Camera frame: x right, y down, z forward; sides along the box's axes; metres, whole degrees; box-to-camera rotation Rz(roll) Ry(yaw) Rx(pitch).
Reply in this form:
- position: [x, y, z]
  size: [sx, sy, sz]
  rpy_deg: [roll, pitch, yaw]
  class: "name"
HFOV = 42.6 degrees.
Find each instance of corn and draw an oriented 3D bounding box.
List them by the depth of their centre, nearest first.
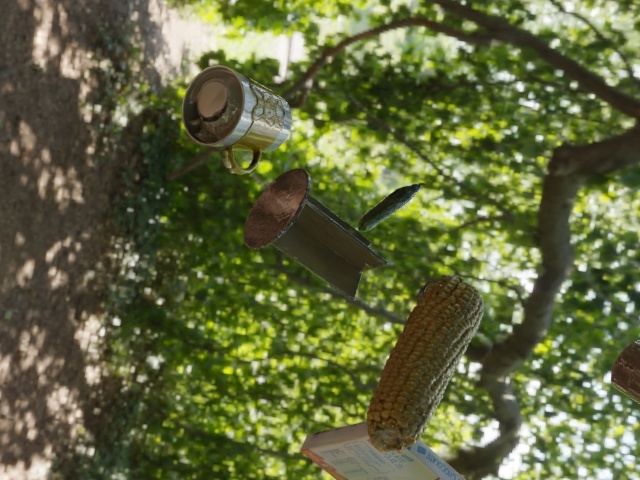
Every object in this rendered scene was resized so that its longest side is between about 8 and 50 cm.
- position: [0.145, 0.164, 1.151]
  size: [0.293, 0.106, 0.106]
  rpy_deg: [-55, 165, -37]
  class: "corn"

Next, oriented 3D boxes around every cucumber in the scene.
- position: [0.133, -0.067, 1.565]
  size: [0.155, 0.037, 0.037]
  rpy_deg: [-36, 178, -2]
  class: "cucumber"

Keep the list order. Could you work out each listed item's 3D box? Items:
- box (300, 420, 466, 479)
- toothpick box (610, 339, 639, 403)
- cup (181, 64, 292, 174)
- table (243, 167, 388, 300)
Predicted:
- position: [0.138, 0.464, 1.649]
  size: [0.265, 0.273, 0.048]
  rpy_deg: [-26, -153, 46]
  class: "box"
- position: [0.650, 0.275, 1.540]
  size: [0.181, 0.111, 0.111]
  rpy_deg: [35, -57, 47]
  class: "toothpick box"
- position: [-0.186, -0.267, 1.909]
  size: [0.226, 0.186, 0.241]
  rpy_deg: [6, 77, -56]
  class: "cup"
- position: [0.000, 0.000, 1.481]
  size: [0.167, 0.227, 0.167]
  rpy_deg: [-37, -147, 29]
  class: "table"
